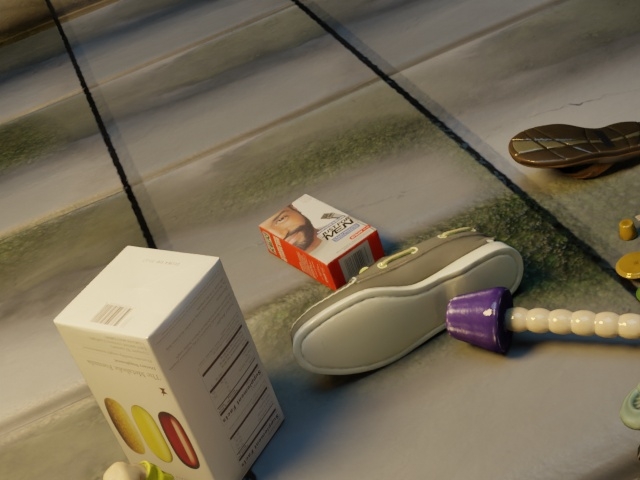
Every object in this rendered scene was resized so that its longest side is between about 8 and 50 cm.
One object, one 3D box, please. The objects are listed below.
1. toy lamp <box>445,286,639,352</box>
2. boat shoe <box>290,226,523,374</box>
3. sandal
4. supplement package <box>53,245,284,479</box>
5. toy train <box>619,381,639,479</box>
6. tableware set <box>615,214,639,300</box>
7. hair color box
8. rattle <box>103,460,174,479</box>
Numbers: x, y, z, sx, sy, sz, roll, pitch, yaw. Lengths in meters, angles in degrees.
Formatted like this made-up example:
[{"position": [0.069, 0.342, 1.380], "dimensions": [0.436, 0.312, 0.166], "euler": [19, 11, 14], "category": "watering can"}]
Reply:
[{"position": [0.276, 0.093, 1.137], "dimensions": [0.275, 0.080, 0.080], "euler": [1, 38, 27], "category": "toy lamp"}, {"position": [0.095, 0.069, 1.236], "dimensions": [0.305, 0.109, 0.091], "euler": [-22, 33, -15], "category": "boat shoe"}, {"position": [0.373, -0.122, 1.423], "dimensions": [0.219, 0.060, 0.090], "euler": [-8, 38, -9], "category": "sandal"}, {"position": [-0.158, 0.146, 1.119], "dimensions": [0.139, 0.244, 0.134], "euler": [5, 40, 33], "category": "supplement package"}, {"position": [0.418, 0.124, 0.923], "dimensions": [0.334, 0.142, 0.190], "euler": [-41, 11, -32], "category": "toy train"}, {"position": [0.405, 0.019, 1.232], "dimensions": [0.104, 0.024, 0.154], "euler": [-20, 35, 4], "category": "tableware set"}, {"position": [0.000, 0.000, 1.426], "dimensions": [0.093, 0.053, 0.167], "euler": [-35, 36, -22], "category": "hair color box"}, {"position": [-0.172, 0.330, 1.026], "dimensions": [0.143, 0.130, 0.199], "euler": [-38, 63, -9], "category": "rattle"}]
